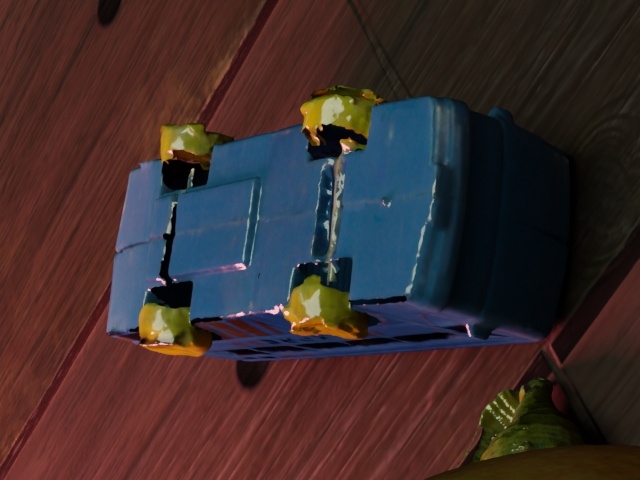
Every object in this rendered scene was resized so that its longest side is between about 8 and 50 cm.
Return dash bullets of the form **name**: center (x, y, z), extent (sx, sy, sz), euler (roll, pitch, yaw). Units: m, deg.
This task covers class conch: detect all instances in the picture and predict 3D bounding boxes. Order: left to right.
- **conch**: center (0.115, 0.125, 1.158), extent (0.089, 0.074, 0.121), euler (-16, 33, 15)

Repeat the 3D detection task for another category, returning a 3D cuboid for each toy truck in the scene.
- **toy truck**: center (0.000, 0.000, 1.307), extent (0.385, 0.162, 0.161), euler (-11, 70, 55)

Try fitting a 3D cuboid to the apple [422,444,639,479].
- **apple**: center (0.115, 0.254, 0.890), extent (0.338, 0.305, 0.338), euler (-36, 47, 50)
